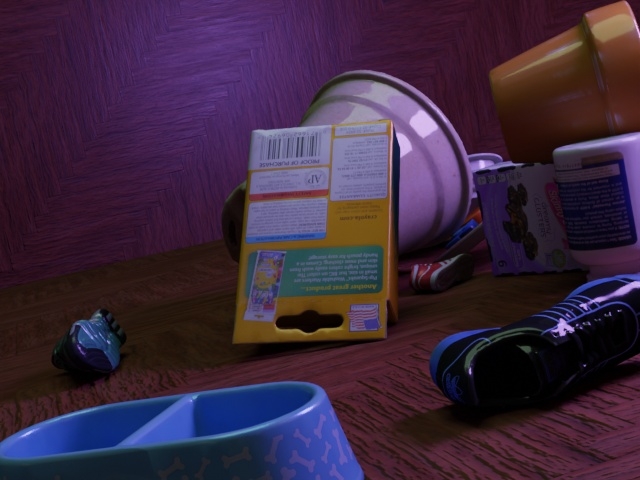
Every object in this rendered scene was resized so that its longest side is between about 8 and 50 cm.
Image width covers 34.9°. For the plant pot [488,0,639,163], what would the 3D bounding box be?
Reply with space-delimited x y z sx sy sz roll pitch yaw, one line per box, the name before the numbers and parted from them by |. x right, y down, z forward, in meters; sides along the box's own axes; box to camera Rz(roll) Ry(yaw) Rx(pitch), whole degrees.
plant pot | 0.325 -0.185 1.318 0.188 0.205 0.205 -14 5 14

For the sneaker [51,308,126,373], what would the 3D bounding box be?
sneaker | -0.336 0.162 1.421 0.098 0.083 0.223 -35 3 2

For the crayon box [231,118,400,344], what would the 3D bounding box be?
crayon box | 0.000 0.000 1.361 0.203 0.322 0.083 -3 -28 12

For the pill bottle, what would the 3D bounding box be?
pill bottle | 0.345 -0.027 1.201 0.112 0.186 0.112 -11 5 1

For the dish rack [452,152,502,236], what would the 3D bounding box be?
dish rack | 0.208 -0.056 1.928 0.286 0.072 0.333 -10 -19 6

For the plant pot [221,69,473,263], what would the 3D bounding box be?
plant pot | 0.022 -0.056 1.620 0.334 0.333 0.305 -6 26 46

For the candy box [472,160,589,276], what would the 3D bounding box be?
candy box | 0.332 -0.039 1.470 0.196 0.164 0.070 -6 9 45

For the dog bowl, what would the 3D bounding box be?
dog bowl | -0.118 0.169 0.771 0.297 0.074 0.166 -11 6 18

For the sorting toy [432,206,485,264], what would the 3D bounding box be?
sorting toy | 0.319 -0.074 1.670 0.307 0.041 0.229 -42 -3 30

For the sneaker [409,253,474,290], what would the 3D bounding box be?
sneaker | 0.181 0.048 1.543 0.067 0.042 0.118 -3 12 40

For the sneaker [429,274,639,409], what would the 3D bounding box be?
sneaker | 0.212 0.092 0.870 0.232 0.081 0.090 -19 9 -6
